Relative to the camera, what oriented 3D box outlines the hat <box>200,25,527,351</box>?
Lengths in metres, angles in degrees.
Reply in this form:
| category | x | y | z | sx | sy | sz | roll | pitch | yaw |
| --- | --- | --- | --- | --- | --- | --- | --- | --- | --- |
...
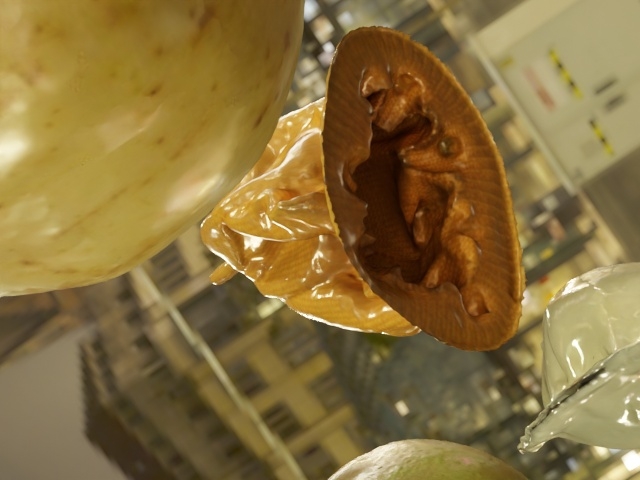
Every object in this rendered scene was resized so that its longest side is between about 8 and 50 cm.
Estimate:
| category | x | y | z | sx | sy | sz | roll | pitch | yaw |
| --- | --- | --- | --- | --- | --- | --- | --- | --- | --- |
| hat | 0.000 | 0.000 | 1.323 | 0.244 | 0.233 | 0.233 | 51 | -139 | -16 |

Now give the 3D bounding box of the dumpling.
| category | x | y | z | sx | sy | sz | roll | pitch | yaw |
| --- | --- | --- | --- | --- | --- | --- | --- | --- | --- |
| dumpling | 0.217 | 0.086 | 1.224 | 0.172 | 0.247 | 0.142 | -26 | -103 | -44 |

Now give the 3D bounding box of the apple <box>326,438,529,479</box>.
| category | x | y | z | sx | sy | sz | roll | pitch | yaw |
| --- | --- | --- | --- | --- | --- | --- | --- | --- | --- |
| apple | 0.078 | 0.245 | 1.314 | 0.193 | 0.265 | 0.120 | 40 | 141 | 6 |

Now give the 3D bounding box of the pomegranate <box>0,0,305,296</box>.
| category | x | y | z | sx | sy | sz | roll | pitch | yaw |
| --- | --- | --- | --- | --- | --- | --- | --- | --- | --- |
| pomegranate | -0.143 | -0.148 | 0.722 | 0.342 | 0.342 | 0.342 | 56 | -174 | -8 |
